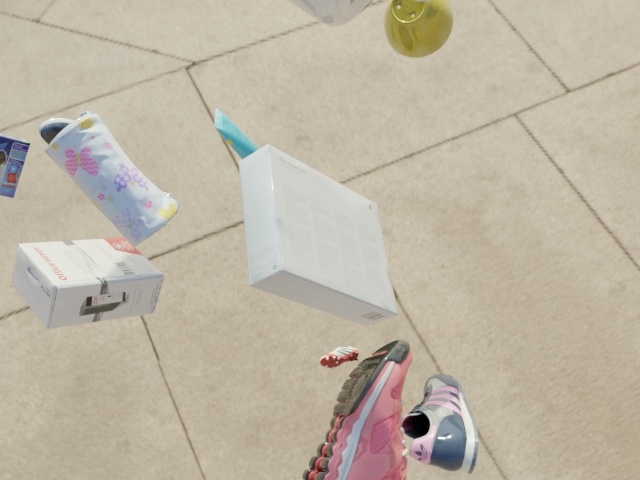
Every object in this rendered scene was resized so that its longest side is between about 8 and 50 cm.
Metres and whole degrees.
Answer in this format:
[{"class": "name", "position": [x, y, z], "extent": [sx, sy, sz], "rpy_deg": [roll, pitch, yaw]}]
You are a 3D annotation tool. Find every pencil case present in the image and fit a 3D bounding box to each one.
[{"class": "pencil case", "position": [-0.404, -0.119, 1.443], "extent": [0.124, 0.113, 0.273], "rpy_deg": [-40, 104, 6]}]

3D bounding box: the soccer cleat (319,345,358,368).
[{"class": "soccer cleat", "position": [0.030, 0.208, 1.325], "extent": [0.083, 0.029, 0.036], "rpy_deg": [-10, 25, -31]}]

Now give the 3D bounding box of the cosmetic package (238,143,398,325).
[{"class": "cosmetic package", "position": [0.000, 0.000, 1.545], "extent": [0.097, 0.377, 0.284], "rpy_deg": [-25, 58, 33]}]

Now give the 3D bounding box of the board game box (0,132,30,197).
[{"class": "board game box", "position": [-0.765, -0.182, 1.633], "extent": [0.035, 0.201, 0.136], "rpy_deg": [28, 100, 48]}]

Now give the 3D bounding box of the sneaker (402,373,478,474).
[{"class": "sneaker", "position": [0.221, 0.347, 1.479], "extent": [0.131, 0.319, 0.112], "rpy_deg": [8, 101, -3]}]

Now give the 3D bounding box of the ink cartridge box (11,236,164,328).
[{"class": "ink cartridge box", "position": [-0.265, 0.045, 0.841], "extent": [0.135, 0.056, 0.099], "rpy_deg": [-4, 31, -46]}]

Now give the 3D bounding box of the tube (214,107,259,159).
[{"class": "tube", "position": [-0.192, -0.234, 1.816], "extent": [0.052, 0.207, 0.080], "rpy_deg": [-31, 39, 15]}]

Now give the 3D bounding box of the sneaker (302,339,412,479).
[{"class": "sneaker", "position": [0.080, 0.305, 1.124], "extent": [0.136, 0.116, 0.313], "rpy_deg": [31, 73, -10]}]

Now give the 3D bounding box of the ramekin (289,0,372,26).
[{"class": "ramekin", "position": [0.039, -0.392, 0.876], "extent": [0.135, 0.277, 0.277], "rpy_deg": [38, 65, 2]}]

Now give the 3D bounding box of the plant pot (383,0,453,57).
[{"class": "plant pot", "position": [0.175, -0.422, 1.381], "extent": [0.134, 0.095, 0.134], "rpy_deg": [-1, 86, 18]}]

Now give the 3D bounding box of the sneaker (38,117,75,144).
[{"class": "sneaker", "position": [-0.523, -0.173, 1.658], "extent": [0.086, 0.226, 0.163], "rpy_deg": [-40, 49, 12]}]
